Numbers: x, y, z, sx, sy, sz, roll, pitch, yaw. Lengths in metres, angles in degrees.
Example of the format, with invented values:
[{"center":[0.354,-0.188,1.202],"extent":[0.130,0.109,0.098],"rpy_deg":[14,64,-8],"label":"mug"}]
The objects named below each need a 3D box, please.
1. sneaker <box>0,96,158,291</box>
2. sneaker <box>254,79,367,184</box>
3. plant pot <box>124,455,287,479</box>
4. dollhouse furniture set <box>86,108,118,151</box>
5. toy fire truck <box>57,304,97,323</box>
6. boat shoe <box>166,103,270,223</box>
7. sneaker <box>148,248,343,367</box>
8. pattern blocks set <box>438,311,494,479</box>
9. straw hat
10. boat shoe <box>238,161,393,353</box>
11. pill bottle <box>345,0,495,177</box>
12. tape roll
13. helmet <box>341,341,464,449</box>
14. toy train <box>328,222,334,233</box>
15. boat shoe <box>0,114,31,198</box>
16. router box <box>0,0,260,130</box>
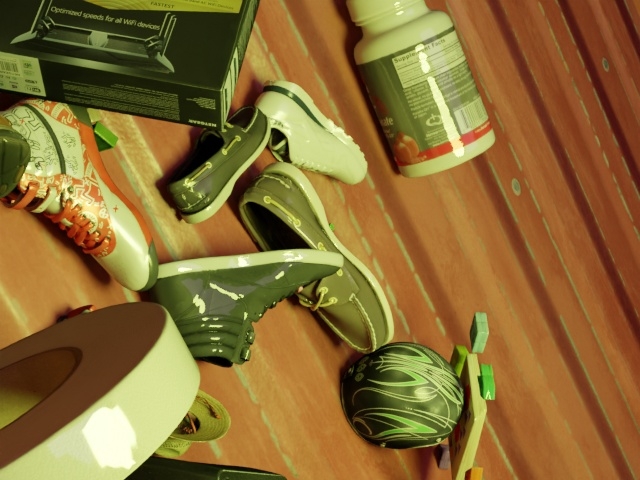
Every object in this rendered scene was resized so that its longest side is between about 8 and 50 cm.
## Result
[{"center":[-0.304,-0.040,1.449],"extent":[0.145,0.090,0.270],"rpy_deg":[-33,101,-51],"label":"sneaker"},{"center":[-0.022,-0.144,1.875],"extent":[0.235,0.090,0.095],"rpy_deg":[39,62,-34],"label":"sneaker"},{"center":[-0.138,0.349,1.466],"extent":[0.188,0.167,0.187],"rpy_deg":[20,63,-50],"label":"plant pot"},{"center":[-0.275,-0.183,1.559],"extent":[0.076,0.058,0.152],"rpy_deg":[43,47,-37],"label":"dollhouse furniture set"},{"center":[-0.290,0.180,1.423],"extent":[0.135,0.047,0.192],"rpy_deg":[59,38,-21],"label":"toy fire truck"},{"center":[-0.139,-0.122,1.698],"extent":[0.069,0.081,0.228],"rpy_deg":[57,42,-30],"label":"boat shoe"},{"center":[-0.093,0.090,1.639],"extent":[0.295,0.104,0.147],"rpy_deg":[-7,88,-33],"label":"sneaker"},{"center":[0.227,0.283,1.907],"extent":[0.325,0.026,0.285],"rpy_deg":[100,-7,-50],"label":"pattern blocks set"},{"center":[-0.184,0.236,1.525],"extent":[0.144,0.144,0.061],"rpy_deg":[-5,122,-53],"label":"straw hat"},{"center":[-0.008,0.043,1.792],"extent":[0.324,0.116,0.097],"rpy_deg":[58,44,-15],"label":"boat shoe"},{"center":[0.161,-0.281,2.072],"extent":[0.176,0.176,0.318],"rpy_deg":[-37,108,-52],"label":"pill bottle"},{"center":[-0.295,0.182,1.130],"extent":[0.392,0.392,0.072],"rpy_deg":[-45,114,-50],"label":"tape roll"},{"center":[0.132,0.234,1.864],"extent":[0.169,0.161,0.169],"rpy_deg":[22,61,-48],"label":"helmet"},{"center":[0.000,0.000,1.895],"extent":[0.083,0.017,0.024],"rpy_deg":[-47,125,-49],"label":"toy train"},{"center":[-0.460,-0.105,1.259],"extent":[0.324,0.122,0.120],"rpy_deg":[2,44,-48],"label":"boat shoe"},{"center":[-0.238,-0.271,1.454],"extent":[0.081,0.308,0.243],"rpy_deg":[96,6,-58],"label":"router box"}]
